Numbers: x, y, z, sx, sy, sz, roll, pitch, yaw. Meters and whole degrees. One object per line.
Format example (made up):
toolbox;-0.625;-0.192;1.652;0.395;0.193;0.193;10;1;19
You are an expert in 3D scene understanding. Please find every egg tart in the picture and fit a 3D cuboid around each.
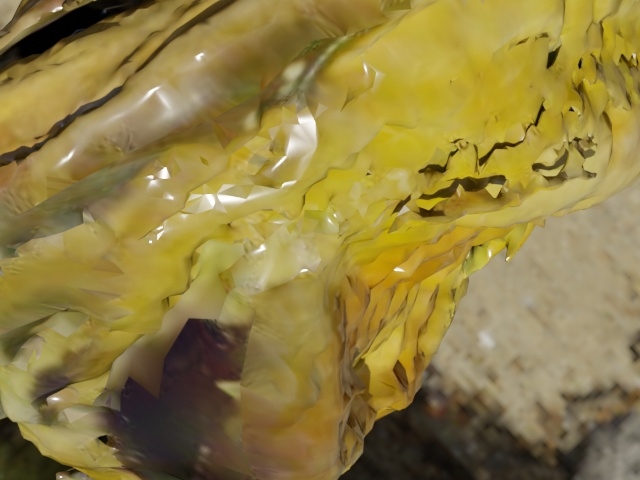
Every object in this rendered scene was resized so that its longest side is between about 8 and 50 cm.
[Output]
egg tart;0.000;0.000;0.549;0.132;0.297;0.297;58;176;12
